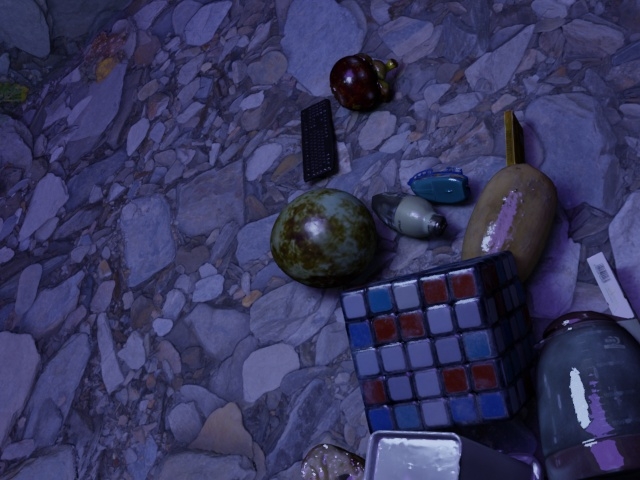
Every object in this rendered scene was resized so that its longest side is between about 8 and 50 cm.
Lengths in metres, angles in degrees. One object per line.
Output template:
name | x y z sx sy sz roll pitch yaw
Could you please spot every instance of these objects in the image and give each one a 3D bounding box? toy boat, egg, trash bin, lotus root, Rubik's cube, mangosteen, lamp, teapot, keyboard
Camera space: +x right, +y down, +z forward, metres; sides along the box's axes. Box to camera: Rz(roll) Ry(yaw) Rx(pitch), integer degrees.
toy boat | 0.287 -0.140 1.976 0.175 0.091 0.110 3 32 37
egg | 0.000 0.000 1.981 0.289 0.238 0.238 -22 52 46
trash bin | 0.250 0.465 1.460 0.295 0.367 0.256 -4 62 32
lotus root | 0.052 0.545 1.748 0.170 0.074 0.261 -36 51 9
Rubik's cube | 0.243 0.195 1.612 0.293 0.287 0.292 -13 89 27
mangosteen | 0.112 -0.429 2.218 0.181 0.156 0.145 -34 16 -23
lamp | 0.204 -0.063 1.967 0.250 0.101 0.101 23 79 48
lotus root | 0.391 -0.004 1.770 0.169 0.151 0.343 17 79 36
teapot | 0.534 0.269 1.470 0.314 0.233 0.312 -8 65 3
keyboard | -0.006 -0.233 2.239 0.103 0.041 0.381 -23 54 22

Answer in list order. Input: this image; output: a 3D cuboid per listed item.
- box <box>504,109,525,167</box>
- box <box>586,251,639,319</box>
box | 0.444 -0.211 1.893 0.022 0.089 0.156 -11 61 26
box | 0.577 0.106 1.627 0.040 0.084 0.154 -28 52 16
